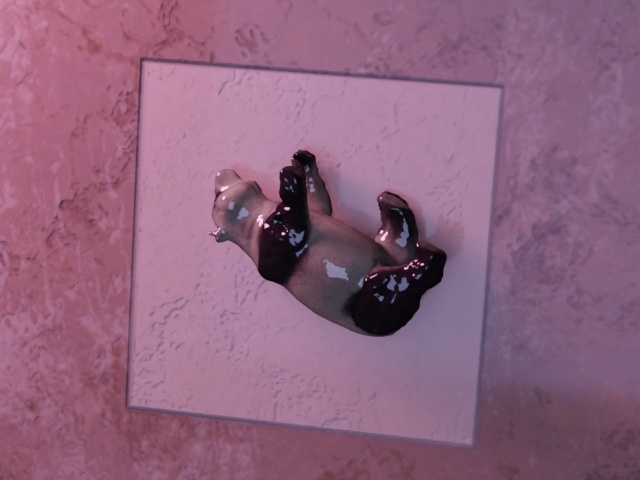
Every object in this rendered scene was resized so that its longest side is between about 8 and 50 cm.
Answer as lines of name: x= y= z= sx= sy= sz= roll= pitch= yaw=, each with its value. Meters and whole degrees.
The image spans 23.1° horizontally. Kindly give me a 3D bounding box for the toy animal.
toy animal: x=0.000 y=0.000 z=1.407 sx=0.225 sy=0.094 sz=0.121 roll=29 pitch=112 yaw=4
